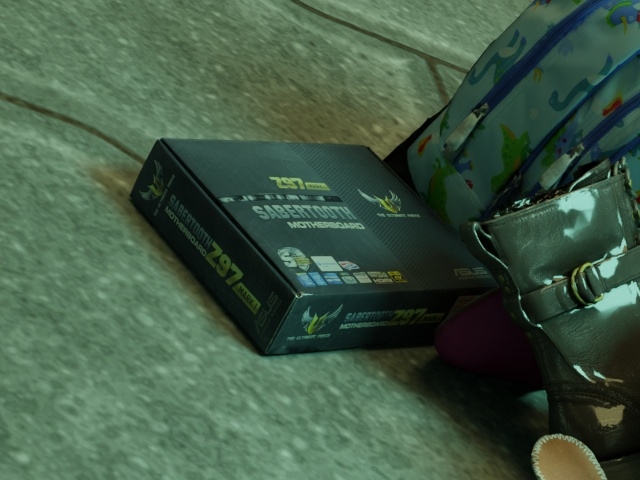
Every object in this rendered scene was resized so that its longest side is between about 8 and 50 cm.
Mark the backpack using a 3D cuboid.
[{"bbox_3d":[0.252,-0.093,1.538,0.290,0.356,0.273,14,31,-31],"label":"backpack"}]

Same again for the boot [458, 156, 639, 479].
[{"bbox_3d":[0.235,0.051,1.384,0.263,0.091,0.229,-15,89,-32],"label":"boot"}]

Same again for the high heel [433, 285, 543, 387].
[{"bbox_3d":[0.261,0.111,1.475,0.377,0.127,0.181,-3,61,-31],"label":"high heel"}]

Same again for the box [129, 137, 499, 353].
[{"bbox_3d":[0.000,0.000,1.447,0.232,0.059,0.183,0,37,-46],"label":"box"}]

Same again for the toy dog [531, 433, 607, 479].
[{"bbox_3d":[0.246,0.124,1.202,0.161,0.220,0.334,57,34,-32],"label":"toy dog"}]
